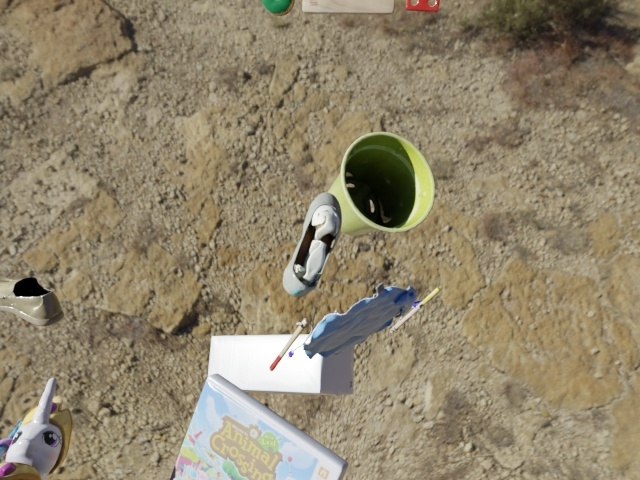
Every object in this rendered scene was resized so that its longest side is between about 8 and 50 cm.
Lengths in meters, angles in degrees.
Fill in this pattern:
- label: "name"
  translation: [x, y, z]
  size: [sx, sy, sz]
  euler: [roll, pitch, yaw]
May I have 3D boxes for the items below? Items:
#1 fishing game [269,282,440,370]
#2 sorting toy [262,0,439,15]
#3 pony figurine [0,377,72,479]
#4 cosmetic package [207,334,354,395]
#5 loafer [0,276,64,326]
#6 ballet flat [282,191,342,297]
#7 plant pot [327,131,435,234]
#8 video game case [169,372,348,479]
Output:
- label: "fishing game"
  translation: [0.054, 0.113, 0.770]
  size: [0.264, 0.189, 0.041]
  euler: [-10, 58, -34]
- label: "sorting toy"
  translation: [0.054, -0.393, 0.763]
  size: [0.274, 0.046, 0.132]
  euler: [4, 101, 10]
- label: "pony figurine"
  translation: [-0.335, 0.362, 0.559]
  size: [0.302, 0.363, 0.351]
  euler: [3, 92, -12]
- label: "cosmetic package"
  translation: [-0.109, 0.347, 1.469]
  size: [0.365, 0.197, 0.155]
  euler: [-7, 71, 26]
- label: "loafer"
  translation: [-0.424, 0.073, 0.745]
  size: [0.148, 0.050, 0.056]
  euler: [16, 20, 12]
- label: "ballet flat"
  translation: [0.000, 0.000, 0.911]
  size: [0.072, 0.068, 0.213]
  euler: [30, 63, -15]
- label: "plant pot"
  translation: [0.137, -0.127, 1.494]
  size: [0.276, 0.254, 0.276]
  euler: [5, 75, -21]
- label: "video game case"
  translation: [-0.090, 0.303, 0.664]
  size: [0.212, 0.023, 0.193]
  euler: [26, 101, 25]
